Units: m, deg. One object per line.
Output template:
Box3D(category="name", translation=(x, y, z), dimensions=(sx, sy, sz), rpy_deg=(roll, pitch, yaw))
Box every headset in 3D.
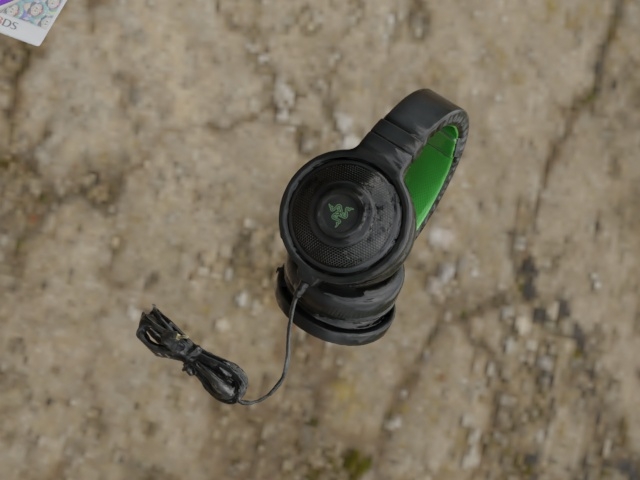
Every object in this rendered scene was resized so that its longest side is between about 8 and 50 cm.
Box3D(category="headset", translation=(0.000, 0.000, 1.512), dimensions=(0.394, 0.185, 0.243), rpy_deg=(-51, 164, -26))

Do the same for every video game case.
Box3D(category="video game case", translation=(-0.294, -0.278, 1.491), dimensions=(0.143, 0.019, 0.157), rpy_deg=(16, 112, -52))

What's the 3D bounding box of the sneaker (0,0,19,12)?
Box3D(category="sneaker", translation=(-0.181, -0.282, 1.114), dimensions=(0.102, 0.146, 0.293), rpy_deg=(48, 58, -7))
